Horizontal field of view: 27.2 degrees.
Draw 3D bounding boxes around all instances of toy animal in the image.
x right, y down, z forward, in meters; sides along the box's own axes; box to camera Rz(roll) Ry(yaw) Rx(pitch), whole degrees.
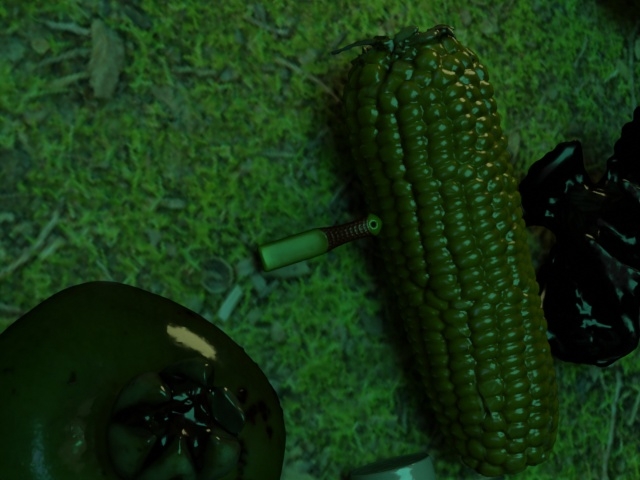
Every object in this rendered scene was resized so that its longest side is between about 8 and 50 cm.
[{"bbox_3d":[0.231,-0.003,0.997,0.218,0.116,0.179,-62,148,-4],"label":"toy animal"}]

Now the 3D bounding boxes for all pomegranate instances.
[{"bbox_3d":[-0.110,0.102,0.689,0.179,0.210,0.179,-2,64,5],"label":"pomegranate"}]

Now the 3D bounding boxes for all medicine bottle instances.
[{"bbox_3d":[0.056,0.188,0.859,0.057,0.057,0.089,-13,88,-34],"label":"medicine bottle"}]

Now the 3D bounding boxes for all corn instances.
[{"bbox_3d":[0.090,0.007,0.887,0.106,0.106,0.305,-15,92,-34],"label":"corn"}]

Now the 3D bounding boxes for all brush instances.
[{"bbox_3d":[0.000,0.000,0.861,0.083,0.021,0.019,-18,91,-4],"label":"brush"}]
